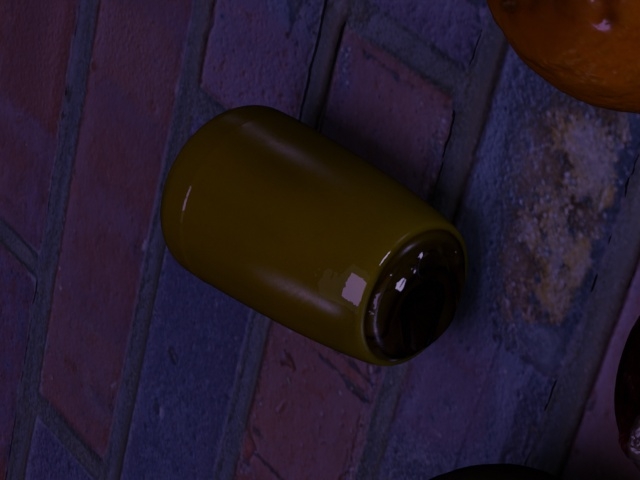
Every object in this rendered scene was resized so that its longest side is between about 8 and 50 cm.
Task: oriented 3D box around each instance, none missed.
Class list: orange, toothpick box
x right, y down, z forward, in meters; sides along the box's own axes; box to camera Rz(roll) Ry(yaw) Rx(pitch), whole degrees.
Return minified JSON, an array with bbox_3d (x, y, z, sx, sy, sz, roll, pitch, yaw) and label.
[{"bbox_3d":[0.228,-0.212,1.204,0.261,0.261,0.261,18,115,47],"label":"orange"},{"bbox_3d":[0.000,0.000,1.592,0.271,0.175,0.175,30,123,38],"label":"toothpick box"}]

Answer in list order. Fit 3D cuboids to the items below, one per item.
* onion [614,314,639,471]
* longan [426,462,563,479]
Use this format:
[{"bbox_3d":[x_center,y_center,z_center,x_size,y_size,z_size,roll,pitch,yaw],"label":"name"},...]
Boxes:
[{"bbox_3d":[0.293,0.143,1.252,0.272,0.195,0.272,172,90,-68],"label":"onion"},{"bbox_3d":[0.135,0.323,1.434,0.297,0.297,0.297,18,115,47],"label":"longan"}]
